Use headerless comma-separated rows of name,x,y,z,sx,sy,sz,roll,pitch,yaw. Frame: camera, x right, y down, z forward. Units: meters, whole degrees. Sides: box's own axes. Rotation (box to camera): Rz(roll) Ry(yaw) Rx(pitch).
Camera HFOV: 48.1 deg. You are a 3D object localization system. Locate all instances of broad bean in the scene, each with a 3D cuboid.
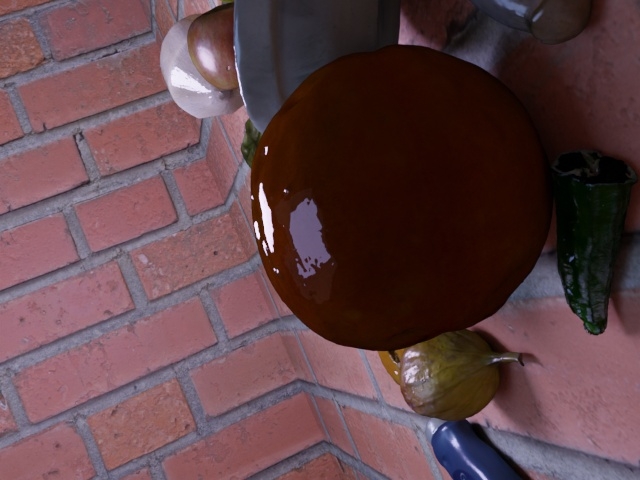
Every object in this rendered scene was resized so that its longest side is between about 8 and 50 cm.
broad bean,-0.166,-0.256,1.971,0.153,0.072,0.207,60,164,5

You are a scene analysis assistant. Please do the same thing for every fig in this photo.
fig,0.231,0.204,1.132,0.257,0.159,0.159,-30,82,58

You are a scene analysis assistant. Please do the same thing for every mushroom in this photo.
mushroom,0.158,-0.295,0.694,0.270,0.103,0.118,56,170,5

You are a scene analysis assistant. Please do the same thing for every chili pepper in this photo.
chili pepper,0.288,0.017,0.754,0.088,0.059,0.227,40,152,52

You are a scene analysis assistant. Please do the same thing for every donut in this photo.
donut,0.169,0.217,1.479,0.162,0.065,0.178,36,145,56

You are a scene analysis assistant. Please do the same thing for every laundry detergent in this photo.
laundry detergent,0.276,0.415,1.317,0.290,0.094,0.143,44,156,57

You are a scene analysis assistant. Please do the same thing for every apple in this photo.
apple,-0.197,-0.429,1.588,0.188,0.188,0.174,40,151,61

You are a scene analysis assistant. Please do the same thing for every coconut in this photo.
coconut,-0.272,-0.425,1.779,0.266,0.237,0.237,50,158,46

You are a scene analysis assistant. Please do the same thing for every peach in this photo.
peach,0.093,-0.035,0.809,0.343,0.342,0.302,99,155,-64

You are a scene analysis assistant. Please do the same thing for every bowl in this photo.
bowl,0.009,-0.283,0.910,0.307,0.163,0.307,5,-90,-75

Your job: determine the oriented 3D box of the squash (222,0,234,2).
squash,-0.206,-0.561,1.579,0.169,0.093,0.252,-68,14,-7
